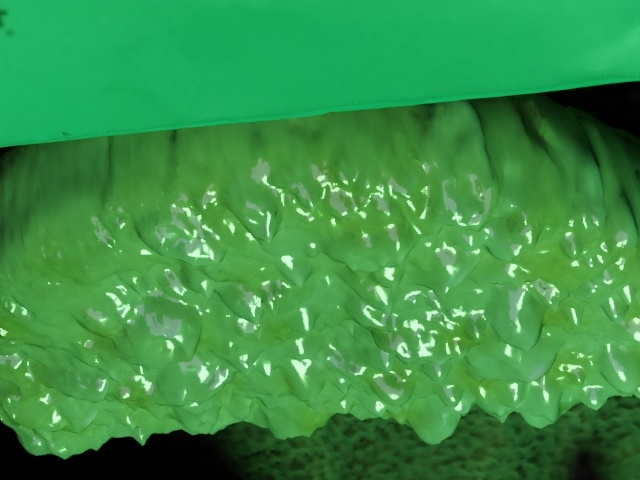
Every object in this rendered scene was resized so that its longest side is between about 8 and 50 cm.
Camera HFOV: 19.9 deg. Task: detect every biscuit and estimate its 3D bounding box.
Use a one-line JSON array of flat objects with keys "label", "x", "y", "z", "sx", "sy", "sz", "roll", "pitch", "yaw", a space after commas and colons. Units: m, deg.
[{"label": "biscuit", "x": 0.000, "y": 0.000, "z": 0.631, "sx": 0.281, "sy": 0.084, "sz": 0.179, "roll": -5, "pitch": 146, "yaw": 10}]

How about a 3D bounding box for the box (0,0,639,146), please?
[{"label": "box", "x": 0.016, "y": -0.145, "z": 0.504, "sx": 0.311, "sy": 0.118, "sz": 0.205, "roll": -5, "pitch": 131, "yaw": 6}]
